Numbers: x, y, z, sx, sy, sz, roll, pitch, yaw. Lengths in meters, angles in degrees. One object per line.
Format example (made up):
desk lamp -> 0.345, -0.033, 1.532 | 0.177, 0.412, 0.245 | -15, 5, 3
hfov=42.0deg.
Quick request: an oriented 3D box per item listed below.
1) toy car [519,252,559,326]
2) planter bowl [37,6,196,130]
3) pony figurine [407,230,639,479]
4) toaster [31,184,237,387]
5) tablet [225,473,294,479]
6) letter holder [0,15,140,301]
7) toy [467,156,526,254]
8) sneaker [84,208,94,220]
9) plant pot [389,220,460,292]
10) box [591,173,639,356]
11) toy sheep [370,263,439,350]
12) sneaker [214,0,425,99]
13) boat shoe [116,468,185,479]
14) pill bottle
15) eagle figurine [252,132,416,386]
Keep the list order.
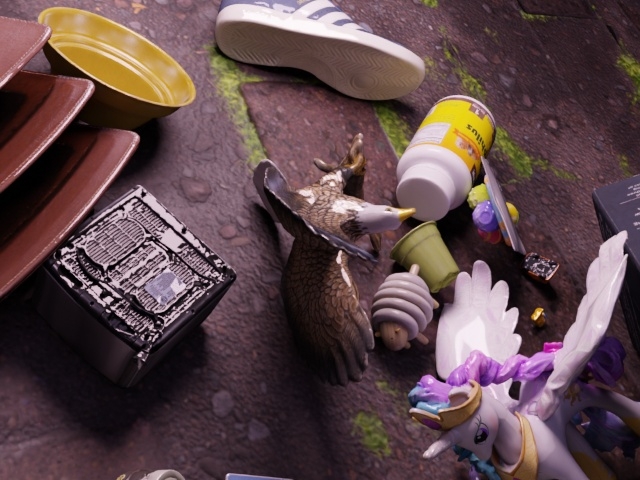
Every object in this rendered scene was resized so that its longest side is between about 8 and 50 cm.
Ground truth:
toy car -> 0.330, 0.079, 1.288 | 0.040, 0.060, 0.122 | 55, 52, -45
planter bowl -> -0.280, -0.206, 1.091 | 0.217, 0.090, 0.217 | 28, 26, -15
pony figurine -> 0.282, 0.196, 1.037 | 0.363, 0.303, 0.351 | 40, 54, -18
toaster -> -0.215, 0.056, 0.940 | 0.168, 0.110, 0.185 | 41, 47, 5
tablet -> -0.066, 0.288, 0.923 | 0.083, 0.006, 0.054 | 12, 52, -22
letter holder -> -0.356, -0.095, 0.889 | 0.214, 0.152, 0.302 | 12, 45, 18
toy -> 0.255, -0.038, 1.237 | 0.237, 0.056, 0.137 | 4, 65, -70
sneaker -> -0.315, -0.007, 0.964 | 0.073, 0.063, 0.162 | 33, 48, -8
plant pot -> 0.154, 0.029, 1.177 | 0.083, 0.083, 0.079 | -21, 65, -38
box -> 0.535, 0.105, 1.083 | 0.395, 0.212, 0.294 | -89, 157, -60
toy sheep -> 0.112, 0.089, 1.115 | 0.091, 0.091, 0.132 | 26, 53, -10
sneaker -> 0.009, -0.340, 1.339 | 0.350, 0.131, 0.148 | 15, 56, -19
boat shoe -> -0.199, 0.323, 0.785 | 0.081, 0.068, 0.228 | 58, 40, -37
pill bottle -> 0.191, -0.126, 1.293 | 0.117, 0.117, 0.215 | 35, 48, -2
eagle figurine -> 0.008, -0.004, 1.029 | 0.226, 0.225, 0.298 | 39, 39, -12
